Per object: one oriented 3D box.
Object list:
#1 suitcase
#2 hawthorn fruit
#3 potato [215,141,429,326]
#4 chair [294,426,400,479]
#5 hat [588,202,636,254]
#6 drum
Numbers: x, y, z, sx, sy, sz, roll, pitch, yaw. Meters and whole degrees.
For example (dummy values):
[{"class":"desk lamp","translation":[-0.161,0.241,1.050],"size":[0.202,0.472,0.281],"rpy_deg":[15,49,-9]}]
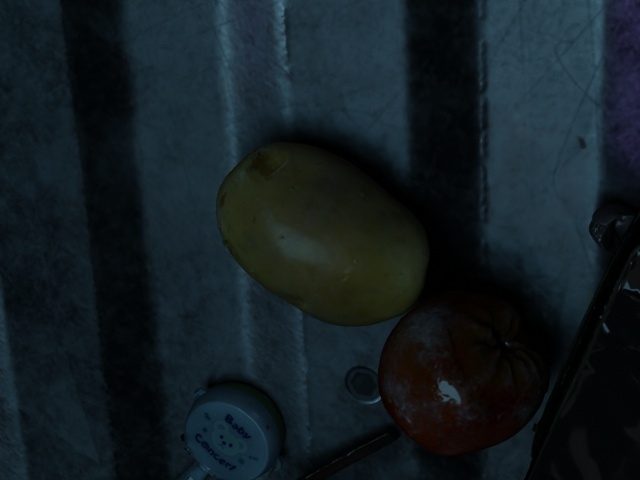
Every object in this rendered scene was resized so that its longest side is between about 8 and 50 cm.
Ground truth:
[{"class":"suitcase","translation":[0.359,0.169,1.506],"size":[0.283,0.194,0.433],"rpy_deg":[24,122,9]},{"class":"hawthorn fruit","translation":[0.137,0.136,1.622],"size":[0.173,0.173,0.172],"rpy_deg":[11,118,21]},{"class":"potato","translation":[0.000,0.000,1.645],"size":[0.234,0.146,0.150],"rpy_deg":[35,152,7]},{"class":"chair","translation":[-0.018,0.375,1.808],"size":[0.326,0.175,0.183],"rpy_deg":[-27,109,27]},{"class":"hat","translation":[0.299,-0.011,1.550],"size":[0.087,0.042,0.058],"rpy_deg":[3,125,-13]},{"class":"drum","translation":[-0.148,0.249,1.882],"size":[0.253,0.049,0.130],"rpy_deg":[-31,98,33]}]
